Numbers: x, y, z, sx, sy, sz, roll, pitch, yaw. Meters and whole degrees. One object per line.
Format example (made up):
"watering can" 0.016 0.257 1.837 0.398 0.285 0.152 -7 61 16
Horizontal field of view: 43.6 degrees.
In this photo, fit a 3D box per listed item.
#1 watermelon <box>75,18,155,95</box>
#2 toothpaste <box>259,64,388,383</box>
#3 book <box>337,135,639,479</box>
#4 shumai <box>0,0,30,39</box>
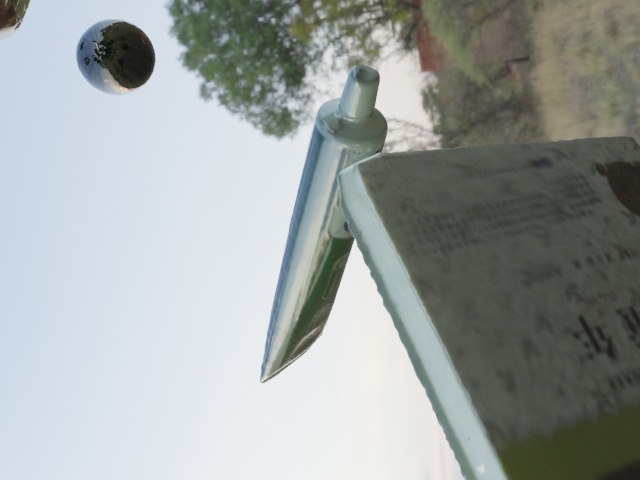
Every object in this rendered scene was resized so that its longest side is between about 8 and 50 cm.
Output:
"watermelon" -0.287 -0.255 1.102 0.133 0.105 0.105 0 -96 -79
"toothpaste" 0.000 0.000 0.762 0.098 0.061 0.392 -33 -28 -38
"book" 0.174 0.087 0.433 0.352 0.239 0.035 66 147 24
"shumai" -0.375 -0.292 0.705 0.304 0.309 0.263 -135 37 -54
